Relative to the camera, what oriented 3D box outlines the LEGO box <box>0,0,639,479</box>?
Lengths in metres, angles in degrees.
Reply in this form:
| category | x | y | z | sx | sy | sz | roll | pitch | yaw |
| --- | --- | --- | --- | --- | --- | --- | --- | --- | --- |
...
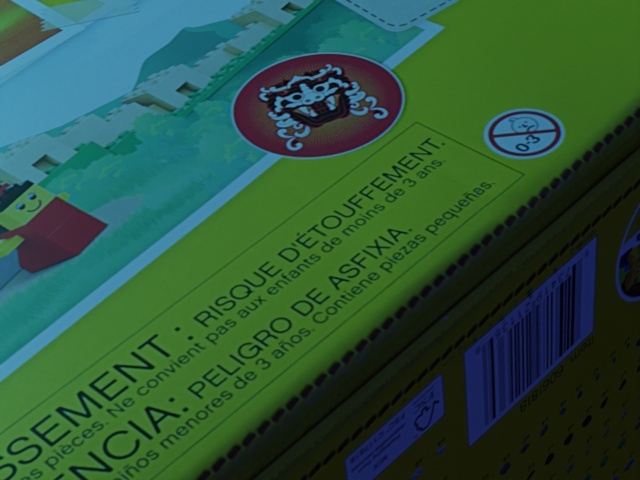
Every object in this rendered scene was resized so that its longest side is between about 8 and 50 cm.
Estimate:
| category | x | y | z | sx | sy | sz | roll | pitch | yaw |
| --- | --- | --- | --- | --- | --- | --- | --- | --- | --- |
| LEGO box | -0.080 | 0.004 | 0.528 | 0.372 | 0.500 | 0.193 | 30 | 144 | 35 |
